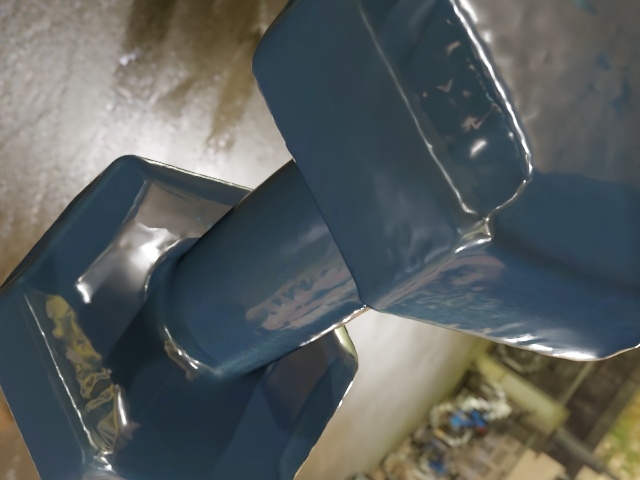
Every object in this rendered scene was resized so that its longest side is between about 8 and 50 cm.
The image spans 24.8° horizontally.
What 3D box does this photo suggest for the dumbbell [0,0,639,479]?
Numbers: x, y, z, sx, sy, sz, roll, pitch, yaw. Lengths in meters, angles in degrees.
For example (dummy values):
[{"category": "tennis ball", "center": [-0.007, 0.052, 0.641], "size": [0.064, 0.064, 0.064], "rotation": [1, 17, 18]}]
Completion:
[{"category": "dumbbell", "center": [0.000, 0.000, 0.514], "size": [0.144, 0.160, 0.325], "rotation": [-17, 168, -38]}]
